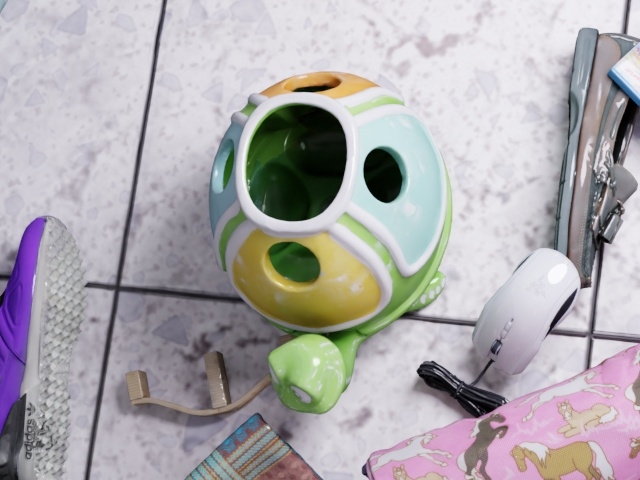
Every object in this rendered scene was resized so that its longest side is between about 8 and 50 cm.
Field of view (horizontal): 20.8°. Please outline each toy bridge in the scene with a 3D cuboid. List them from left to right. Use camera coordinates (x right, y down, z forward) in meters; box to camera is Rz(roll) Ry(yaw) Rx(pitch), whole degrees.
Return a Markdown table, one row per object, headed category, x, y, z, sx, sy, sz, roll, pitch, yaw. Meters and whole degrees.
| category | x | y | z | sx | sy | sz | roll | pitch | yaw |
| --- | --- | --- | --- | --- | --- | --- | --- | --- | --- |
| toy bridge | -0.104 | 0.145 | 1.781 | 0.188 | 0.026 | 0.063 | -14 | 76 | 11 |

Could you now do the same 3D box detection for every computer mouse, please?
| category | x | y | z | sx | sy | sz | roll | pitch | yaw |
| --- | --- | --- | --- | --- | --- | --- | --- | --- | --- |
| computer mouse | 0.176 | 0.090 | 1.676 | 0.106 | 0.042 | 0.193 | 39 | 117 | 19 |

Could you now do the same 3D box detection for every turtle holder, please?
| category | x | y | z | sx | sy | sz | roll | pitch | yaw |
| --- | --- | --- | --- | --- | --- | --- | --- | --- | --- |
| turtle holder | -0.013 | -0.013 | 1.685 | 0.243 | 0.227 | 0.320 | 28 | 83 | 18 |

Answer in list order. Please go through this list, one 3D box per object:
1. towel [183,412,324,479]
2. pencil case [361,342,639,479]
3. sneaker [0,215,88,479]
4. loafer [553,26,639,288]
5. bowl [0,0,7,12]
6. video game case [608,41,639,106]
| category | x | y | z | sx | sy | sz | roll | pitch | yaw |
| --- | --- | --- | --- | --- | --- | --- | --- | --- | --- |
| towel | -0.103 | 0.381 | 1.652 | 0.370 | 0.040 | 0.271 | -44 | 102 | 0 |
| pencil case | 0.235 | 0.195 | 1.605 | 0.386 | 0.160 | 0.167 | -26 | 28 | 7 |
| sneaker | -0.333 | 0.115 | 1.806 | 0.146 | 0.102 | 0.293 | 2 | 78 | 15 |
| loafer | 0.278 | -0.080 | 1.705 | 0.084 | 0.096 | 0.268 | 5 | 77 | 9 |
| bowl | -0.434 | -0.319 | 1.856 | 0.163 | 0.311 | 0.312 | -17 | 73 | -11 |
| video game case | 0.378 | -0.174 | 1.703 | 0.166 | 0.015 | 0.119 | -41 | 84 | -15 |
